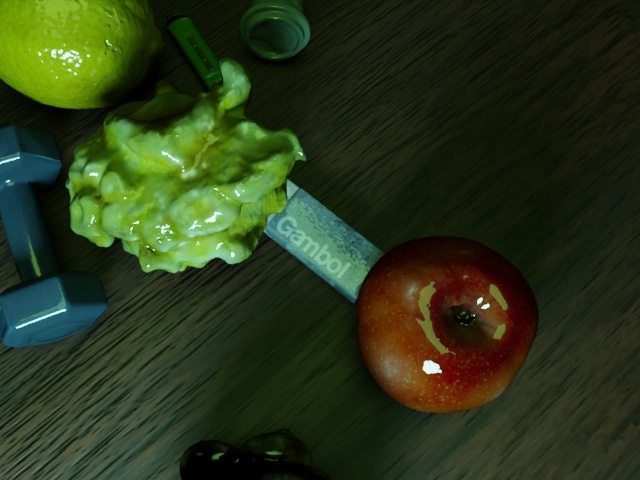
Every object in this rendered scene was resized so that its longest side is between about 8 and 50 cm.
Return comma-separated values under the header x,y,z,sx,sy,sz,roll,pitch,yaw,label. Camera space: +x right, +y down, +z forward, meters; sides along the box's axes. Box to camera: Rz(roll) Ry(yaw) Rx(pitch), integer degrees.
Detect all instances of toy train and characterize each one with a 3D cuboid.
x,y,z,sx,sy,sz,roll,pitch,yaw,label
-0.209,-0.319,1.181,0.044,0.042,0.209,-32,79,-13,toy train

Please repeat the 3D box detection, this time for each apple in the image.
x,y,z,sx,sy,sz,roll,pitch,yaw,label
0.184,0.119,0.999,0.261,0.216,0.260,2,76,-7,apple

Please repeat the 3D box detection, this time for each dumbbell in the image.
x,y,z,sx,sy,sz,roll,pitch,yaw,label
-0.433,-0.009,1.024,0.160,0.144,0.324,-20,78,-6,dumbbell

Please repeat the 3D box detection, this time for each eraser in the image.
x,y,z,sx,sy,sz,roll,pitch,yaw,label
0.000,0.000,1.104,0.213,0.046,0.092,38,75,6,eraser

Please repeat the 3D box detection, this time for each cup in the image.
x,y,z,sx,sy,sz,roll,pitch,yaw,label
-0.075,-0.394,1.185,0.120,0.120,0.141,4,60,-3,cup

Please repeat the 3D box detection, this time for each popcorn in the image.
x,y,z,sx,sy,sz,roll,pitch,yaw,label
-0.188,-0.084,0.991,0.336,0.279,0.274,-7,72,-1,popcorn

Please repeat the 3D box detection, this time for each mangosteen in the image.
x,y,z,sx,sy,sz,roll,pitch,yaw,label
-0.091,0.393,0.864,0.297,0.297,0.313,-27,71,-11,mangosteen

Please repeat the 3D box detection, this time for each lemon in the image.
x,y,z,sx,sy,sz,roll,pitch,yaw,label
-0.387,-0.325,1.066,0.268,0.267,0.267,1,74,-4,lemon
